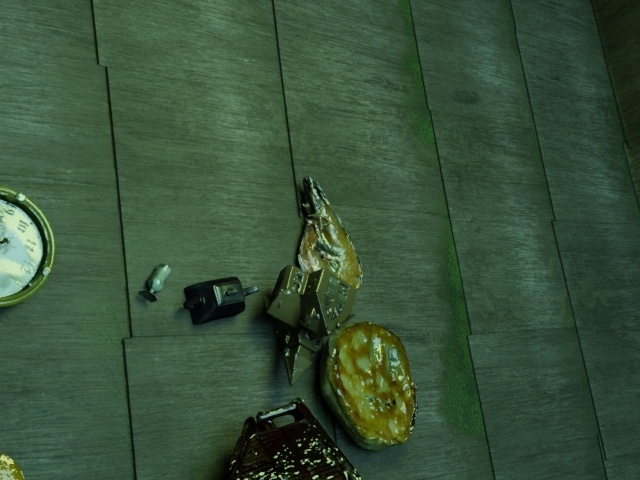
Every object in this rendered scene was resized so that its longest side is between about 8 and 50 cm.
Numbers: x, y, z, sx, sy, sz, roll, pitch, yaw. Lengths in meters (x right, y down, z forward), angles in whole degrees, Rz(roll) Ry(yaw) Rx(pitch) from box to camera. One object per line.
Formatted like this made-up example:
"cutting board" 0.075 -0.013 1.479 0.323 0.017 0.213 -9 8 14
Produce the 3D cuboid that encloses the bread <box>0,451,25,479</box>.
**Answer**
"bread" -0.594 0.466 1.484 0.195 0.142 0.270 29 56 -25

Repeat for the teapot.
"teapot" -0.212 0.121 1.951 0.177 0.096 0.087 -9 80 -40

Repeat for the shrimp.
"shrimp" 0.000 0.000 2.192 0.164 0.062 0.317 -22 91 -39

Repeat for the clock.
"clock" -0.613 0.013 1.693 0.237 0.057 0.237 13 69 -35

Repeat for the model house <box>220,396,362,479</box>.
"model house" -0.091 0.543 1.852 0.282 0.297 0.317 -19 124 -33

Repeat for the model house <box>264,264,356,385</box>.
"model house" -0.049 0.198 1.998 0.176 0.180 0.248 31 55 -26

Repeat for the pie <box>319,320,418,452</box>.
"pie" 0.116 0.337 2.148 0.315 0.092 0.315 19 60 -38

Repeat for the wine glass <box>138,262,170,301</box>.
"wine glass" -0.345 0.086 1.898 0.039 0.042 0.083 74 30 -47
